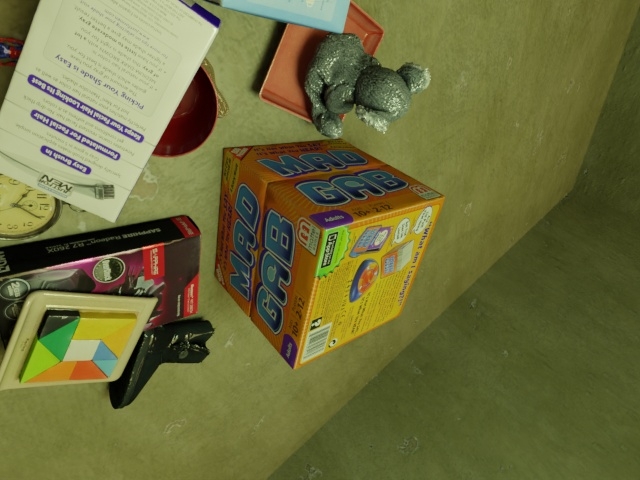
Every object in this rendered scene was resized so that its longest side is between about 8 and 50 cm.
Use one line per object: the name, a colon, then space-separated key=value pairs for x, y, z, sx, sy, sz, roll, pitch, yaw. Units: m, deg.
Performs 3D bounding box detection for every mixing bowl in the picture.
mixing bowl: x=-0.261 y=-0.243 z=0.687 sx=0.181 sy=0.098 sz=0.182 roll=-4 pitch=123 yaw=-7

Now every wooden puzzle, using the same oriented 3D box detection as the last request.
wooden puzzle: x=-0.453 y=0.197 z=0.780 sx=0.238 sy=0.044 sz=0.221 roll=11 pitch=114 yaw=-51

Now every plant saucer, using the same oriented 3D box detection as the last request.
plant saucer: x=0.000 y=-0.396 z=0.898 sx=0.259 sy=0.047 sz=0.259 roll=8 pitch=115 yaw=-48

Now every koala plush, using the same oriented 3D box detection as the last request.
koala plush: x=0.094 y=-0.309 z=0.846 sx=0.196 sy=0.221 sz=0.203 roll=-42 pitch=143 yaw=-10

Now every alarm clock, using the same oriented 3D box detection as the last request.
alarm clock: x=-0.473 y=-0.066 z=0.661 sx=0.192 sy=0.064 sz=0.129 roll=2 pitch=126 yaw=-40

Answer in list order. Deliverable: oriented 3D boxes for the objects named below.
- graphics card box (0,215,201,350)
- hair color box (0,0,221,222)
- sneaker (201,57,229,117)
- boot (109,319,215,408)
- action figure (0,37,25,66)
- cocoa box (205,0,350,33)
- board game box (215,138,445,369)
graphics card box: x=-0.430 y=0.095 z=0.830 sx=0.370 sy=0.094 sz=0.233 roll=-14 pitch=131 yaw=-38
hair color box: x=-0.304 y=-0.211 z=0.579 sx=0.185 sy=0.110 sz=0.339 roll=29 pitch=112 yaw=-26
sneaker: x=-0.217 y=-0.287 z=0.777 sx=0.042 sy=0.067 sz=0.119 roll=-30 pitch=109 yaw=-22
boot: x=-0.397 y=0.313 z=1.049 sx=0.207 sy=0.094 sz=0.247 roll=16 pitch=103 yaw=-47
action figure: x=-0.442 y=-0.262 z=0.566 sx=0.115 sy=0.030 sz=0.038 roll=-10 pitch=123 yaw=-44
cocoa box: x=-0.073 y=-0.509 z=0.571 sx=0.231 sy=0.228 sz=0.347 roll=-12 pitch=129 yaw=-40
board game box: x=0.000 y=0.000 z=0.977 sx=0.356 sy=0.356 sz=0.357 roll=-15 pitch=131 yaw=-38
